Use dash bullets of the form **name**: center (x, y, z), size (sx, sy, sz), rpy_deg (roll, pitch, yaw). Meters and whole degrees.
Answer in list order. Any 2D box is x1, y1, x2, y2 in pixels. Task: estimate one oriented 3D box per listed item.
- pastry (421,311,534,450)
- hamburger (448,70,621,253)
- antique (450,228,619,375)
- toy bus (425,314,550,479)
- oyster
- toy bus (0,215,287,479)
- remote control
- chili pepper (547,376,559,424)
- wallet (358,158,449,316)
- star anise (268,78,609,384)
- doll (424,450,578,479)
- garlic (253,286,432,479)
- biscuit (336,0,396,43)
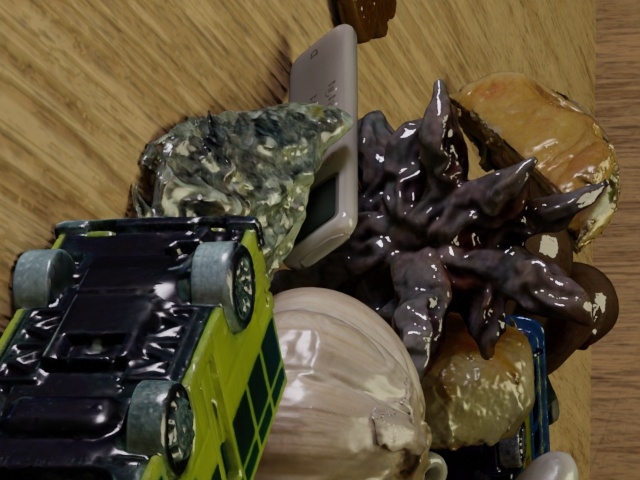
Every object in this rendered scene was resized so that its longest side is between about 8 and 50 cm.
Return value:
- **pastry**: center (0.095, 0.115, 1.615), size (0.192, 0.182, 0.093), rpy_deg (-42, 131, -73)
- **hamburger**: center (0.252, -0.103, 2.140), size (0.262, 0.131, 0.124), rpy_deg (49, -13, 40)
- **antique**: center (0.227, 0.045, 2.031), size (0.257, 0.143, 0.121), rpy_deg (41, 30, -39)
- **toy bus**: center (0.156, 0.232, 1.928), size (0.175, 0.138, 0.288), rpy_deg (-40, 128, -70)
- **oyster**: center (-0.065, -0.004, 1.269), size (0.252, 0.087, 0.199), rpy_deg (7, 82, -63)
- **toy bus**: center (-0.105, 0.107, 0.973), size (0.262, 0.128, 0.150), rpy_deg (-70, 155, -55)
- **remote control**: center (-0.002, -0.077, 1.430), size (0.029, 0.067, 0.261), rpy_deg (39, 30, -26)
- **chili pepper**: center (0.208, 0.130, 2.169), size (0.264, 0.116, 0.148), rpy_deg (-73, 153, -51)
- **wallet**: center (0.048, -0.027, 1.575), size (0.195, 0.042, 0.161), rpy_deg (56, 3, 17)
- **star anise**: center (0.076, -0.002, 1.411), size (0.129, 0.283, 0.212), rpy_deg (29, 87, -53)
- **doll**: center (0.090, 0.288, 1.558), size (0.311, 0.159, 0.242), rpy_deg (-27, 99, -30)
- **garlic**: center (-0.003, 0.143, 1.269), size (0.228, 0.152, 0.228), rpy_deg (9, 90, -90)
- **biscuit**: center (0.038, -0.238, 1.727), size (0.175, 0.026, 0.124), rpy_deg (3, 87, -75)
